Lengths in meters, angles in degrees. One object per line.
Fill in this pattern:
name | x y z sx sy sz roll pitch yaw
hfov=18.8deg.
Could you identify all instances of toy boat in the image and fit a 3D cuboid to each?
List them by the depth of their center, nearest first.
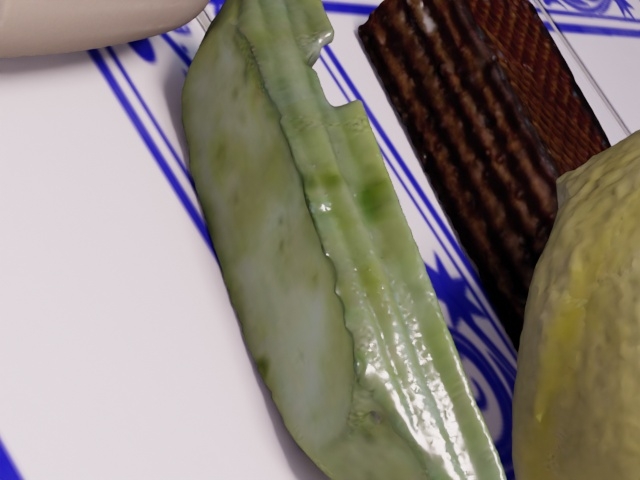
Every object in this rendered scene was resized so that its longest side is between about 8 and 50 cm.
toy boat | 0.000 0.000 0.794 0.055 0.093 0.293 5 49 -34

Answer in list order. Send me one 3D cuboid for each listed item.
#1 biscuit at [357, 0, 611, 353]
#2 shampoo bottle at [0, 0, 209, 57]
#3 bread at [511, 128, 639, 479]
biscuit | 0.114 -0.034 1.054 0.106 0.070 0.252 15 44 -51
shampoo bottle | -0.104 -0.137 0.810 0.127 0.078 0.257 50 24 -2
bread | 0.238 0.077 0.862 0.320 0.237 0.321 15 66 -38
